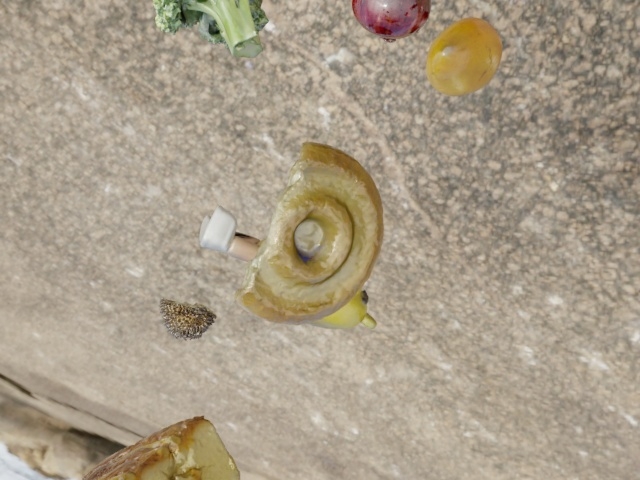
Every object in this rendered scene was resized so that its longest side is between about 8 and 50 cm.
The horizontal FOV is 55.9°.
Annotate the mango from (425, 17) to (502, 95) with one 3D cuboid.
[{"bbox_3d":[0.251,-0.324,1.072,0.112,0.219,0.145,48,115,10],"label":"mango"}]

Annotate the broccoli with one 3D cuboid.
[{"bbox_3d":[-0.248,-0.537,1.347,0.249,0.302,0.375,-1,167,7],"label":"broccoli"}]

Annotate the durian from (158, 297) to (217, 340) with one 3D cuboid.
[{"bbox_3d":[-0.232,0.143,1.073,0.110,0.071,0.140,12,170,-28],"label":"durian"}]

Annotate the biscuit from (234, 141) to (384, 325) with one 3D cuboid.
[{"bbox_3d":[0.001,0.000,0.897,0.213,0.274,0.091,14,-174,-33],"label":"biscuit"}]

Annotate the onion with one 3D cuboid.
[{"bbox_3d":[0.117,-0.383,0.979,0.131,0.131,0.131,16,144,12],"label":"onion"}]

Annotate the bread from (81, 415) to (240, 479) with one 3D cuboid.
[{"bbox_3d":[-0.248,0.326,0.720,0.275,0.185,0.114,-37,84,33],"label":"bread"}]

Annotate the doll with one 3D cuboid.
[{"bbox_3d":[-0.093,0.057,1.352,0.423,0.161,0.348,27,-174,-38],"label":"doll"}]
